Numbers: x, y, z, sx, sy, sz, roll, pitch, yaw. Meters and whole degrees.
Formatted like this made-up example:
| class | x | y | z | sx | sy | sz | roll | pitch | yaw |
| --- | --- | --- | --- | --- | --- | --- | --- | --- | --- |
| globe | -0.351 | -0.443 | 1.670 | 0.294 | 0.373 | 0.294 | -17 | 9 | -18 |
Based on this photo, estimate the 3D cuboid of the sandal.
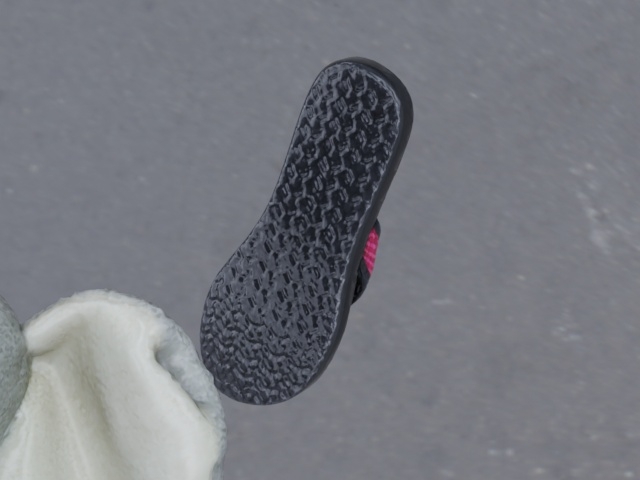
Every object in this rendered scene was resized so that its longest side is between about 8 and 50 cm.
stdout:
| class | x | y | z | sx | sy | sz | roll | pitch | yaw |
| --- | --- | --- | --- | --- | --- | --- | --- | --- | --- |
| sandal | 0.000 | 0.000 | 0.857 | 0.067 | 0.040 | 0.179 | 34 | 115 | 20 |

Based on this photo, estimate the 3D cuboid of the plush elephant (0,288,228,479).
| class | x | y | z | sx | sy | sz | roll | pitch | yaw |
| --- | --- | --- | --- | --- | --- | --- | --- | --- | --- |
| plush elephant | -0.185 | 0.080 | 0.612 | 0.271 | 0.330 | 0.255 | 14 | 78 | 13 |
